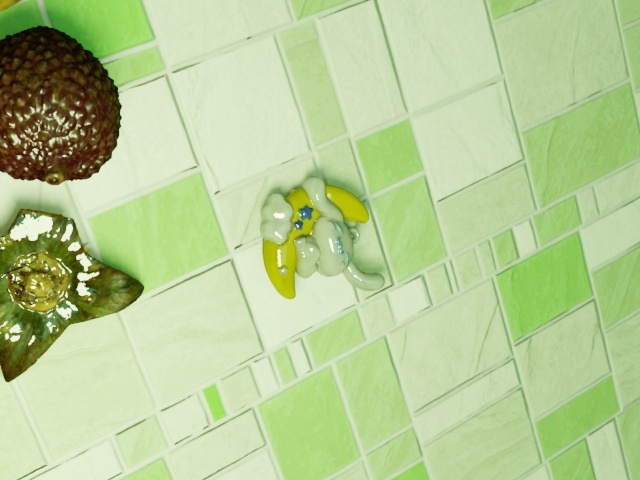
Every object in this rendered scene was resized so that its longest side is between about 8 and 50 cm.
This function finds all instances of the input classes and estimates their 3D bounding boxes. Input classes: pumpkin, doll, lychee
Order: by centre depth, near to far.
[{"bbox_3d":[-0.433,-0.210,1.564,0.236,0.236,0.271,7,68,-29],"label":"lychee"},{"bbox_3d":[-0.471,0.071,1.655,0.290,0.095,0.258,-36,117,-16],"label":"pumpkin"},{"bbox_3d":[0.000,0.000,1.895,0.237,0.111,0.252,-16,96,-27],"label":"doll"}]

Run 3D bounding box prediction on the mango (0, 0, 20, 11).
[{"bbox_3d":[-0.512,-0.564,1.463,0.300,0.232,0.445,-3,92,-24],"label":"mango"}]
